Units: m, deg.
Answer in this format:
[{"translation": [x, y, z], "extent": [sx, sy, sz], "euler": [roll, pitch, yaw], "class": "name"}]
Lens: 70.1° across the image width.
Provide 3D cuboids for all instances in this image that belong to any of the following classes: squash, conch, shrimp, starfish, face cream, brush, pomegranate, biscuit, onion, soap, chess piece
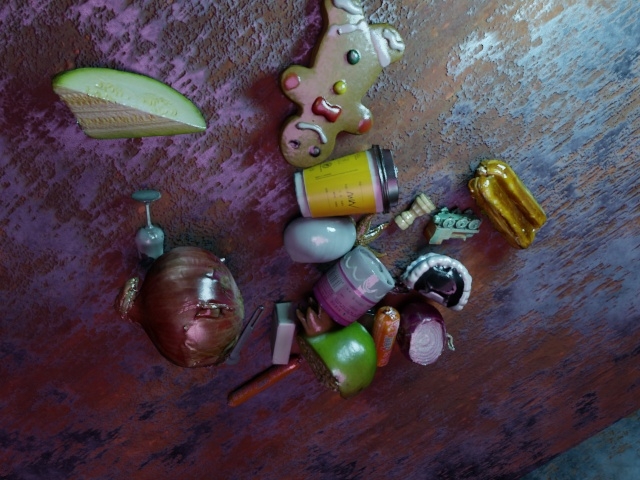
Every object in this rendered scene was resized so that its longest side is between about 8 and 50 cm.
[{"translation": [-0.437, -0.344, 1.077], "extent": [0.289, 0.111, 0.203], "euler": [-7, 155, -4], "class": "squash"}, {"translation": [-0.001, 0.005, 1.370], "extent": [0.221, 0.121, 0.185], "euler": [-6, 147, 4], "class": "conch"}, {"translation": [0.155, 0.188, 1.548], "extent": [0.289, 0.075, 0.178], "euler": [6, 125, -15], "class": "shrimp"}, {"translation": [0.115, -0.007, 1.431], "extent": [0.238, 0.057, 0.213], "euler": [-29, 114, 5], "class": "starfish"}, {"translation": [0.101, 0.137, 1.392], "extent": [0.195, 0.175, 0.175], "euler": [-42, 120, 17], "class": "face cream"}, {"translation": [-0.261, 0.328, 1.576], "extent": [0.062, 0.027, 0.266], "euler": [24, 109, -24], "class": "brush"}, {"translation": [0.058, 0.334, 1.502], "extent": [0.216, 0.310, 0.358], "euler": [-24, 105, -17], "class": "pomegranate"}, {"translation": [0.035, -0.374, 1.161], "extent": [0.283, 0.064, 0.432], "euler": [25, 106, -24], "class": "biscuit"}, {"translation": [-0.354, 0.185, 1.276], "extent": [0.354, 0.353, 0.353], "euler": [-5, 121, -9], "class": "onion"}, {"translation": [-0.131, 0.310, 1.531], "extent": [0.064, 0.121, 0.183], "euler": [4, 121, -13], "class": "soap"}, {"translation": [0.342, 0.314, 1.597], "extent": [0.201, 0.200, 0.207], "euler": [-26, 118, 4], "class": "onion"}, {"translation": [0.291, -0.085, 1.418], "extent": [0.066, 0.066, 0.122], "euler": [37, 112, -28], "class": "chess piece"}]

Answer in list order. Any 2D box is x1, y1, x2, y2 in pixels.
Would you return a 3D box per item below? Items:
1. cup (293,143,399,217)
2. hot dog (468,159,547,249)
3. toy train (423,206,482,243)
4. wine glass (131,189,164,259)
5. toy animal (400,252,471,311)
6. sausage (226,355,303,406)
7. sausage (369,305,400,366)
[{"translation": [0.074, -0.150, 1.269], "extent": [0.280, 0.196, 0.196], "euler": [-11, 122, 5], "class": "cup"}, {"translation": [0.577, -0.112, 1.427], "extent": [0.349, 0.117, 0.158], "euler": [38, 87, -30], "class": "hot dog"}, {"translation": [0.430, -0.044, 1.468], "extent": [0.176, 0.074, 0.118], "euler": [2, 130, -18], "class": "toy train"}, {"translation": [-0.481, -0.038, 1.276], "extent": [0.079, 0.079, 0.195], "euler": [0, 119, -12], "class": "wine glass"}, {"translation": [0.385, 0.121, 1.486], "extent": [0.208, 0.204, 0.156], "euler": [30, 96, 1], "class": "toy animal"}, {"translation": [-0.209, 0.520, 1.681], "extent": [0.348, 0.053, 0.053], "euler": [-34, 121, 9], "class": "sausage"}, {"translation": [0.218, 0.324, 1.579], "extent": [0.093, 0.093, 0.312], "euler": [-5, 138, -9], "class": "sausage"}]
